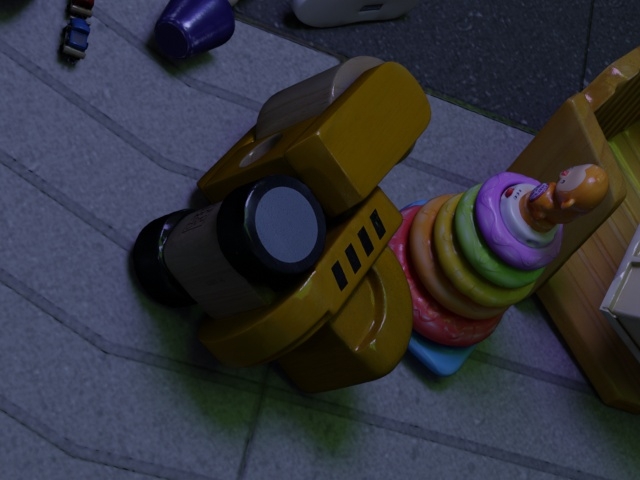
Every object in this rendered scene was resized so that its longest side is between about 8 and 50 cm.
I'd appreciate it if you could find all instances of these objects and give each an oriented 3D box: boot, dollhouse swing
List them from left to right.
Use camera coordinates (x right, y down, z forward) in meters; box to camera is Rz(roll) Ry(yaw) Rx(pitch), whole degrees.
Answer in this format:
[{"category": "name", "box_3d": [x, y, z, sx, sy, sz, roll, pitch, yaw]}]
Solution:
[{"category": "boot", "box_3d": [0.026, -0.301, 1.819, 0.190, 0.069, 0.086, -8, 64, -45]}, {"category": "dollhouse swing", "box_3d": [0.405, -0.032, 1.802, 0.347, 0.315, 0.305, -31, 75, -41]}]

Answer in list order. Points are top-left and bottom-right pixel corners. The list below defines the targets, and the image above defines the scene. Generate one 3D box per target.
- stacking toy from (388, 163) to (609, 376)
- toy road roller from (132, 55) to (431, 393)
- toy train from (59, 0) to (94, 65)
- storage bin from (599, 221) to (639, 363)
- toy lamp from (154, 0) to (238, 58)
[{"category": "stacking toy", "box_3d": [0.185, -0.004, 1.606, 0.166, 0.302, 0.175, 47, 50, -5]}, {"category": "toy road roller", "box_3d": [0.000, 0.000, 1.555, 0.240, 0.202, 0.329, 51, 53, -17]}, {"category": "toy train", "box_3d": [-0.244, -0.249, 1.617, 0.027, 0.036, 0.158, 19, 57, -25]}, {"category": "storage bin", "box_3d": [0.456, 0.038, 1.742, 0.262, 0.123, 0.260, 46, 65, -46]}, {"category": "toy lamp", "box_3d": [-0.084, -0.282, 1.718, 0.080, 0.080, 0.274, 47, 50, -4]}]
